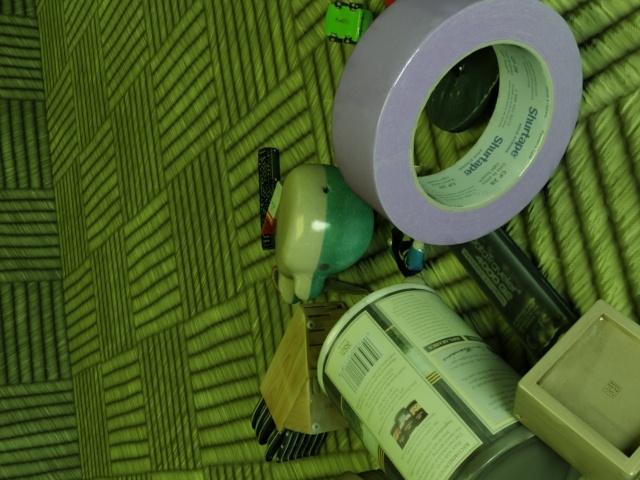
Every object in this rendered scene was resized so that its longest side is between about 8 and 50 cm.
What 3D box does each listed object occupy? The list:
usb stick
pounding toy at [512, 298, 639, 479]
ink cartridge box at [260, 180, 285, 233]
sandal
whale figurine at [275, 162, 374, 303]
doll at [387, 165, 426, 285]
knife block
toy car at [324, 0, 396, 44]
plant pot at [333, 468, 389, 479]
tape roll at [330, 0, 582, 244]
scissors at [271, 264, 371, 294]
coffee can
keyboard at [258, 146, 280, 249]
[{"bbox_3d":[0.217,0.030,0.989,0.077,0.045,0.278,-59,44,30],"label":"usb stick"},{"bbox_3d":[0.324,0.160,0.768,0.206,0.181,0.094,40,160,28],"label":"pounding toy"},{"bbox_3d":[-0.058,-0.049,1.399,0.029,0.062,0.115,57,136,43],"label":"ink cartridge box"},{"bbox_3d":[0.182,-0.352,0.967,0.167,0.107,0.446,42,125,49],"label":"sandal"},{"bbox_3d":[0.000,0.000,1.263,0.272,0.141,0.216,109,163,-55],"label":"whale figurine"},{"bbox_3d":[0.123,-0.009,1.126,0.129,0.046,0.189,-173,80,-76],"label":"doll"},{"bbox_3d":[-0.045,0.242,1.367,0.242,0.088,0.276,-5,87,57],"label":"knife block"},{"bbox_3d":[0.083,-0.313,1.176,0.225,0.053,0.239,32,117,53],"label":"toy car"},{"bbox_3d":[0.125,0.381,1.048,0.237,0.109,0.237,48,161,23],"label":"plant pot"},{"bbox_3d":[0.150,-0.135,0.871,0.090,0.274,0.275,42,126,49],"label":"tape roll"},{"bbox_3d":[-0.005,0.080,1.367,0.297,0.021,0.109,31,114,52],"label":"scissors"},{"bbox_3d":[0.147,0.207,0.962,0.275,0.201,0.202,48,130,46],"label":"coffee can"},{"bbox_3d":[-0.100,-0.079,1.490,0.100,0.038,0.192,-7,86,57],"label":"keyboard"}]
